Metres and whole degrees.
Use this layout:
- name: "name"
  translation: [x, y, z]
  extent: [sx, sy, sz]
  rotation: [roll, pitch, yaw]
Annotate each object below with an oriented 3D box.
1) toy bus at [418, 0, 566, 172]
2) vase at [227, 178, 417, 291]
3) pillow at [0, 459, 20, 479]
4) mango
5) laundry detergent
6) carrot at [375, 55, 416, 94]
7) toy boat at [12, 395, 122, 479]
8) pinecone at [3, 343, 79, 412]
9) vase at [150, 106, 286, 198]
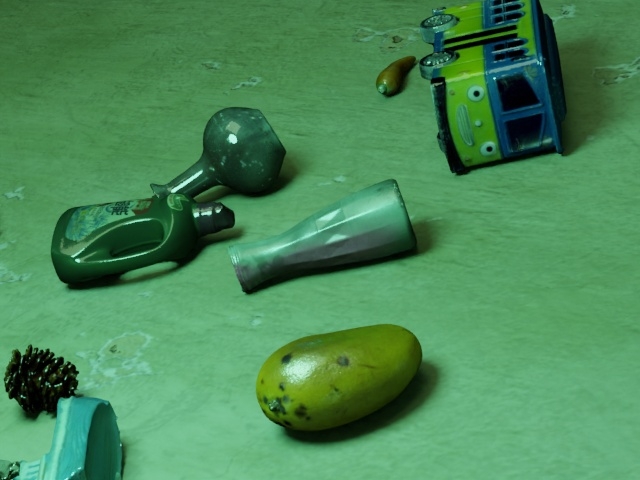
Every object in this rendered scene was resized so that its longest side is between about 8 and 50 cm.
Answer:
- name: "toy bus"
  translation: [0.227, -0.212, 2.224]
  extent: [0.175, 0.138, 0.288]
  rotation: [-11, 26, 10]
- name: "vase"
  translation: [0.000, 0.000, 1.992]
  extent: [0.214, 0.086, 0.086]
  rotation: [-18, 26, 2]
- name: "pillow"
  translation: [-0.383, 0.292, 1.582]
  extent: [0.169, 0.059, 0.255]
  rotation: [-24, 23, 27]
- name: "mango"
  translation: [0.023, 0.135, 1.705]
  extent: [0.178, 0.090, 0.115]
  rotation: [-12, 18, -14]
- name: "laundry detergent"
  translation: [-0.217, -0.006, 2.119]
  extent: [0.221, 0.078, 0.144]
  rotation: [-7, 29, 10]
- name: "carrot"
  translation: [0.108, -0.241, 2.464]
  extent: [0.035, 0.035, 0.142]
  rotation: [-3, 24, 22]
- name: "toy boat"
  translation: [-0.258, 0.219, 1.677]
  extent: [0.102, 0.088, 0.215]
  rotation: [-15, 27, 8]
- name: "pinecone"
  translation: [-0.304, 0.151, 1.852]
  extent: [0.083, 0.077, 0.077]
  rotation: [-1, 27, 3]
- name: "vase"
  translation: [-0.138, -0.094, 2.225]
  extent: [0.183, 0.120, 0.120]
  rotation: [-34, 28, -2]
